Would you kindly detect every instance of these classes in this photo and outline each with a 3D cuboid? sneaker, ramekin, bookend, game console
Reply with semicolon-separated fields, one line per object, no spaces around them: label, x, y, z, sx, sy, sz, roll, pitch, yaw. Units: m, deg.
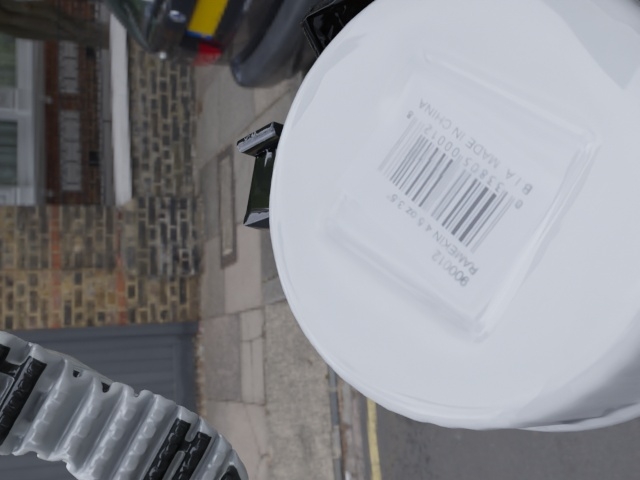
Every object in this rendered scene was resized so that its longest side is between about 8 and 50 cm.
sneaker;-0.186;0.157;0.642;0.110;0.292;0.118;-57;19;-9
ramekin;0.101;-0.023;0.443;0.277;0.135;0.277;-4;83;35
bookend;0.000;0.000;0.663;0.072;0.156;0.157;-14;65;58
game console;0.119;-0.271;1.216;0.044;0.213;0.361;75;173;-66
